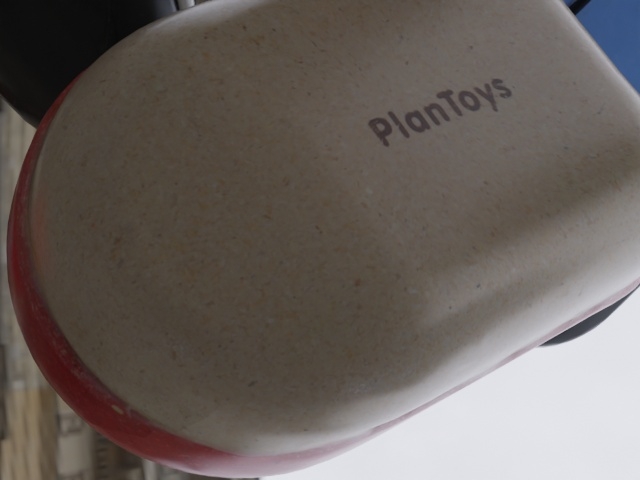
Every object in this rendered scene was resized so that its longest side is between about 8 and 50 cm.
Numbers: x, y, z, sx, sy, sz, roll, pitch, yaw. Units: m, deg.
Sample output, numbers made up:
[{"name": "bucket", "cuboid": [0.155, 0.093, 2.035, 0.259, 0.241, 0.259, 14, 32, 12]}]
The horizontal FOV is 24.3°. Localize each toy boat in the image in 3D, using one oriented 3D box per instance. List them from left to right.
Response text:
[{"name": "toy boat", "cuboid": [0.000, 0.000, 0.512, 0.151, 0.231, 0.151, 55, -38, 15]}]

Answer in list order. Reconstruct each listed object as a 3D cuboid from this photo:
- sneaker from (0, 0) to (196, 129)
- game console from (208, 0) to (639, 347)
[{"name": "sneaker", "cuboid": [-0.159, -0.144, 0.540, 0.107, 0.124, 0.283, -45, -111, 28]}, {"name": "game console", "cuboid": [0.168, -0.156, 0.870, 0.386, 0.342, 0.060, -44, -149, -4]}]
